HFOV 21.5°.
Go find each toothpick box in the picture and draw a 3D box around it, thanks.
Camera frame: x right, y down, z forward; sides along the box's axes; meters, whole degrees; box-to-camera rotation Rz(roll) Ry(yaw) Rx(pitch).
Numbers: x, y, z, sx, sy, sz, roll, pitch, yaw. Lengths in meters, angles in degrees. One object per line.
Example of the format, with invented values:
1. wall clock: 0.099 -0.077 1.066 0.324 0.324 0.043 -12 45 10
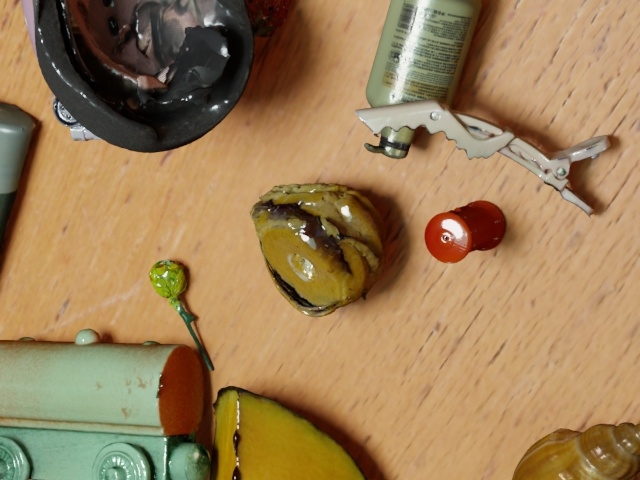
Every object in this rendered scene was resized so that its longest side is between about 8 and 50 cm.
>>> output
1. toothpick box: 0.127 -0.008 1.490 0.047 0.083 0.047 5 100 28

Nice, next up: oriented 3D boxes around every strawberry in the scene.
1. strawberry: -0.070 -0.235 1.556 0.083 0.083 0.096 7 96 26

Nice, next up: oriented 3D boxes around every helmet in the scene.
1. helmet: -0.170 -0.198 1.477 0.253 0.198 0.154 64 155 3

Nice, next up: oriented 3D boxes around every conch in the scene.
1. conch: 0.200 0.244 1.506 0.109 0.093 0.330 38 136 -2

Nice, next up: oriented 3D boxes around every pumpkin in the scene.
1. pumpkin: -0.031 0.301 1.615 0.148 0.169 0.312 4 74 -12

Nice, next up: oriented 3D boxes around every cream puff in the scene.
1. cream puff: 0.000 0.000 1.546 0.133 0.104 0.119 34 145 26

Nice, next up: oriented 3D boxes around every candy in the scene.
1. candy: -0.132 0.075 1.673 0.035 0.035 0.123 -24 95 11

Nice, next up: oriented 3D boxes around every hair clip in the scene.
1. hair clip: 0.142 -0.091 1.449 0.226 0.034 0.072 21 104 -4

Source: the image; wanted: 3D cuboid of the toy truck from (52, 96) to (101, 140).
1. toy truck: -0.182 -0.220 1.601 0.124 0.114 0.253 5 102 15

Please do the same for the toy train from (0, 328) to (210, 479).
1. toy train: -0.234 0.177 1.699 0.285 0.116 0.177 -1 88 32

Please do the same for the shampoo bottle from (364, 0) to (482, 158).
1. shampoo bottle: 0.085 -0.149 1.489 0.079 0.079 0.162 23 110 22

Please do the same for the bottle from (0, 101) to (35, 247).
1. bottle: -0.370 -0.004 1.749 0.082 0.082 0.286 27 111 21
